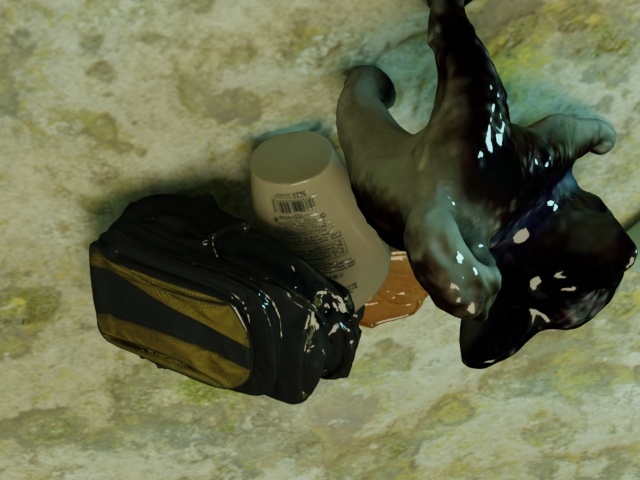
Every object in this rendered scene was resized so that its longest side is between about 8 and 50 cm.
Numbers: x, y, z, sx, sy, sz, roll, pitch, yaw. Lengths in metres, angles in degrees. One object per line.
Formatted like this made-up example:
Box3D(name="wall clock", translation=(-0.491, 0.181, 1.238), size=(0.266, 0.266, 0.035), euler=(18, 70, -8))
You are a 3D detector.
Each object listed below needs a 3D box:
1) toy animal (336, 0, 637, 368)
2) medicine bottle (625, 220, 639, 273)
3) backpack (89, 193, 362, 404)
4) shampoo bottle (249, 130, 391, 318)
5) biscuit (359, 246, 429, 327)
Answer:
Box3D(name="toy animal", translation=(0.161, -0.016, 1.478), size=(0.194, 0.303, 0.344), euler=(-32, 137, 28))
Box3D(name="medicine bottle", translation=(0.349, -0.005, 1.739), size=(0.047, 0.047, 0.083), euler=(23, 130, -36))
Box3D(name="backpack", translation=(-0.081, 0.060, 1.592), size=(0.258, 0.133, 0.206), euler=(24, 143, 22))
Box3D(name="shampoo bottle", translation=(0.000, 0.000, 1.628), size=(0.127, 0.078, 0.257), euler=(-8, 141, 8))
Box3D(name="biscuit", translation=(0.070, 0.049, 1.756), size=(0.102, 0.019, 0.130), euler=(10, 137, -24))
